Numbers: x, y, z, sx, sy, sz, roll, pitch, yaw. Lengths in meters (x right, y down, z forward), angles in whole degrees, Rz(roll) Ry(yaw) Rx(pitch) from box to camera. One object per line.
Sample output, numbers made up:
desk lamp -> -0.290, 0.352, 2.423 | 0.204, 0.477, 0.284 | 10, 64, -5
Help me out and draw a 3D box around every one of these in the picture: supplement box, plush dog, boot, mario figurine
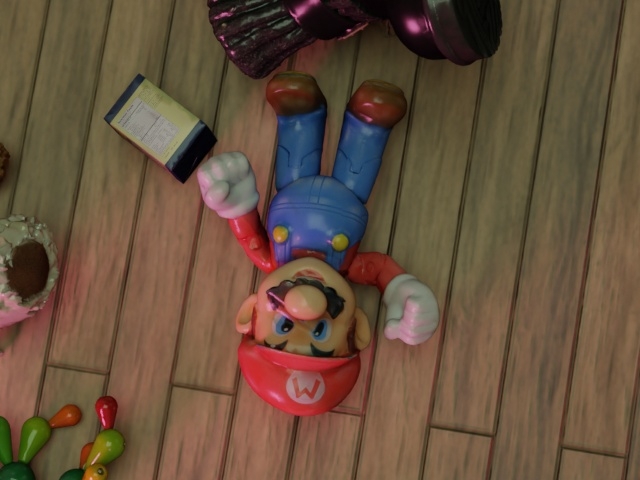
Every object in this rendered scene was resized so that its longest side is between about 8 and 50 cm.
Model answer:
supplement box -> -0.152, -0.106, 1.641 | 0.083, 0.083, 0.056 | 37, 86, 7
plush dog -> -0.400, -0.001, 1.622 | 0.262, 0.210, 0.225 | -4, 65, -24
boot -> 0.020, -0.218, 1.522 | 0.260, 0.348, 0.131 | -19, 115, 13
mario figurine -> 0.000, 0.000, 1.568 | 0.198, 0.170, 0.320 | -6, 71, 38

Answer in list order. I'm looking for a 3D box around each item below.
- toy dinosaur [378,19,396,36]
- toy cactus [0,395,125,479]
toy dinosaur -> 0.097, -0.288, 1.662 | 0.093, 0.053, 0.183 | 8, 83, 7
toy cactus -> -0.273, 0.248, 1.604 | 0.219, 0.112, 0.180 | -19, 91, -7
